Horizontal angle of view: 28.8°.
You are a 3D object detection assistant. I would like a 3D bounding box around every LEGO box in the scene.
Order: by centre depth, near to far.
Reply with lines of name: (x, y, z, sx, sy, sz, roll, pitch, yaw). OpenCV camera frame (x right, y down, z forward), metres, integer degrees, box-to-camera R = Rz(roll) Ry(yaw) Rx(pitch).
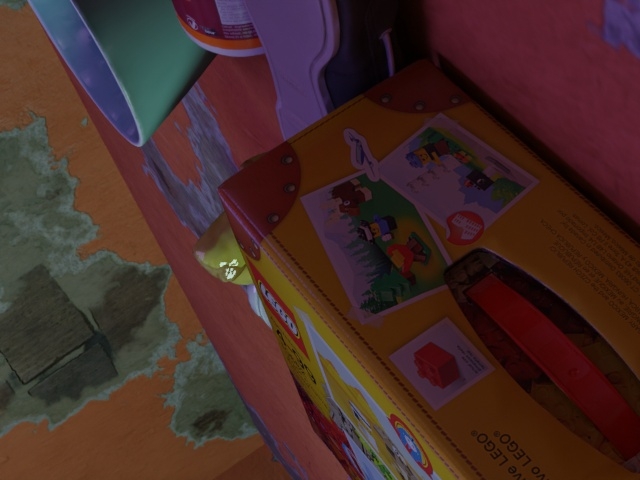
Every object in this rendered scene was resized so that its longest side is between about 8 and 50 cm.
LEGO box: (0.171, 0.171, 0.873, 0.500, 0.193, 0.372, 48, 165, 36)

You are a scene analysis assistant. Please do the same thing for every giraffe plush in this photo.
giraffe plush: (0.000, 0.000, 1.276, 0.170, 0.181, 0.210, 42, 130, 16)

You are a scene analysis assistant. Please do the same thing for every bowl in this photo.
bowl: (-0.205, -0.269, 1.291, 0.311, 0.163, 0.311, 53, 167, 18)

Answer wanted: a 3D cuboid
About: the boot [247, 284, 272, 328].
boot: (-0.009, 0.129, 1.767, 0.123, 0.095, 0.258, 39, 168, 38)

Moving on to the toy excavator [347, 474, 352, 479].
toy excavator: (0.059, 0.377, 1.537, 0.445, 0.222, 0.433, -47, -57, -87)

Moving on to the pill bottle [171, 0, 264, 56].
pill bottle: (-0.070, -0.247, 0.916, 0.121, 0.121, 0.221, 50, 167, 29)

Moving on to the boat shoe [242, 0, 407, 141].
boat shoe: (0.013, -0.154, 0.909, 0.112, 0.095, 0.335, 44, 161, 27)
